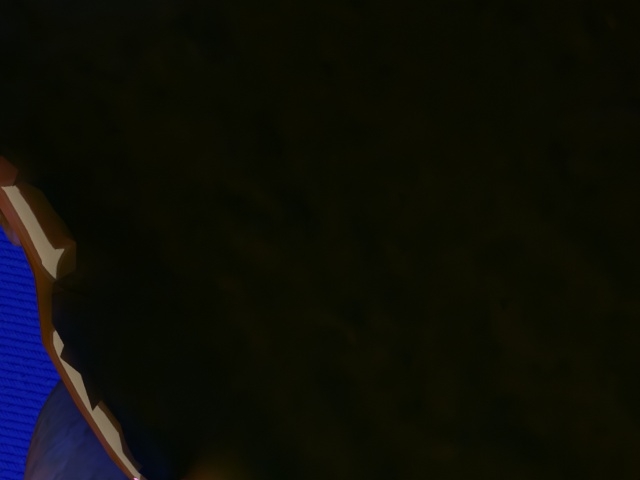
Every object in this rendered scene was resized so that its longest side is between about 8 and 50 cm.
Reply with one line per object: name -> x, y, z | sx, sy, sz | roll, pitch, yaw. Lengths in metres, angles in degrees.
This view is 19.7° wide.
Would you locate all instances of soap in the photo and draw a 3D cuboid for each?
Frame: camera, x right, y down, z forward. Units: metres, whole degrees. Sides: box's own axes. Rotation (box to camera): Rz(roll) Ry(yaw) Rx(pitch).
soap -> 0.000, 0.000, 0.521 | 0.293, 0.156, 0.335 | 55, 175, -13

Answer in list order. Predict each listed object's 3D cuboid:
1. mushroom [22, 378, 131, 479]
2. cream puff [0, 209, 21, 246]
mushroom -> -0.035, 0.201, 1.149 | 0.352, 0.260, 0.352 | 29, -163, -9
cream puff -> -0.152, -0.079, 1.221 | 0.282, 0.185, 0.282 | 54, 177, 4
